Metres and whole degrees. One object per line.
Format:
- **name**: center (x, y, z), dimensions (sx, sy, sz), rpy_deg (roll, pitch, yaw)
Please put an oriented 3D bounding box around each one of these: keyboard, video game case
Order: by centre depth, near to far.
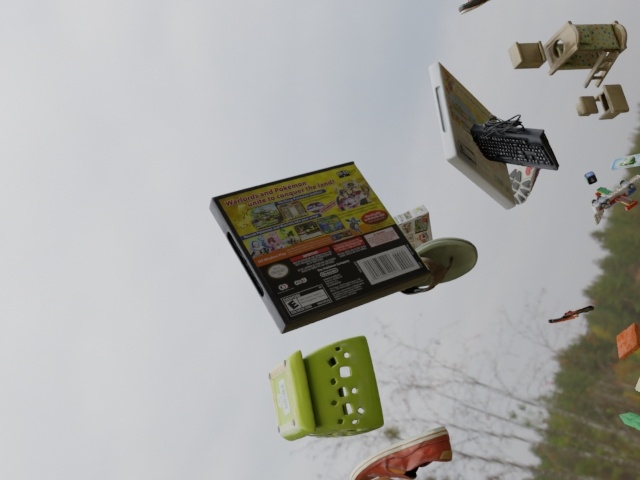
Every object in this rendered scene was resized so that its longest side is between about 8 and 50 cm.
- **video game case**: center (0.000, 0.000, 1.264), dimensions (0.274, 0.248, 0.035), rpy_deg (-17, -29, -29)
- **keyboard**: center (0.293, -0.153, 1.277), dimensions (0.038, 0.192, 0.100), rpy_deg (-37, -68, -14)
- **video game case**: center (0.275, -0.186, 1.444), dimensions (0.227, 0.026, 0.207), rpy_deg (29, -133, -45)

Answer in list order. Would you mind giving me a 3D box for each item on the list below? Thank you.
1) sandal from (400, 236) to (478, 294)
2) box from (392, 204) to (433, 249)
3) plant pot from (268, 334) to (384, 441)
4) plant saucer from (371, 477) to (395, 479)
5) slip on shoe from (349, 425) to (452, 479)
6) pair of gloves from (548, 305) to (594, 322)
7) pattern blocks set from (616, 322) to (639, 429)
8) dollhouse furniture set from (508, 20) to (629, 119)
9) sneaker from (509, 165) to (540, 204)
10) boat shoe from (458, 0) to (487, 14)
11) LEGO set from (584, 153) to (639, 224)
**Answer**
- **sandal**: center (0.215, 0.080, 1.807), dimensions (0.086, 0.302, 0.120), rpy_deg (-112, 9, -54)
- **box**: center (0.245, 0.005, 2.152), dimensions (0.114, 0.036, 0.207), rpy_deg (-21, -44, -5)
- **plant pot**: center (0.002, 0.371, 1.954), dimensions (0.227, 0.207, 0.228), rpy_deg (135, 127, -62)
- **plant saucer**: center (0.146, 0.587, 1.874), dimensions (0.013, 0.083, 0.084), rpy_deg (-94, 5, -56)
- **slip on shoe**: center (0.216, 0.608, 2.179), dimensions (0.123, 0.331, 0.101), rpy_deg (11, -127, -56)
- **pair of gloves**: center (0.493, 0.146, 1.575), dimensions (0.074, 0.010, 0.083), rpy_deg (-7, -20, -29)
- **pattern blocks set**: center (0.674, 0.218, 1.456), dimensions (0.026, 0.285, 0.325), rpy_deg (27, -86, -39)
- **dollhouse furniture set**: center (0.457, -0.300, 1.425), dimensions (0.101, 0.181, 0.161), rpy_deg (131, 129, -64)
- **sneaker**: center (0.488, -0.158, 1.852), dimensions (0.071, 0.068, 0.170), rpy_deg (-11, -48, -41)
- **boat shoe**: center (0.351, -0.541, 1.771), dimensions (0.137, 0.049, 0.043), rpy_deg (-34, -75, -25)
- **LEGO set**: center (0.685, -0.122, 1.724), dimensions (0.060, 0.244, 0.182), rpy_deg (60, -138, -25)
